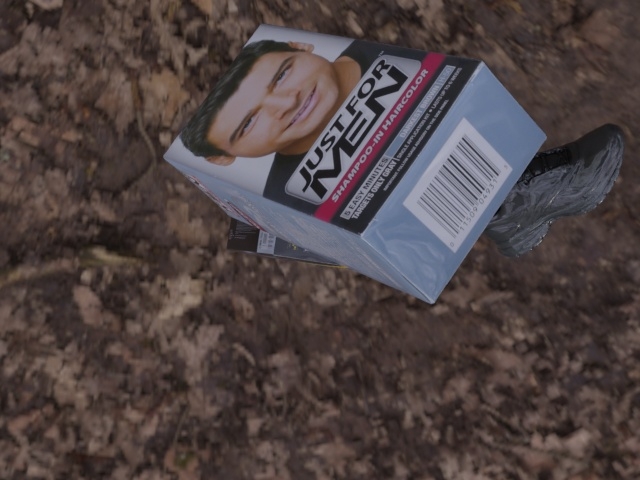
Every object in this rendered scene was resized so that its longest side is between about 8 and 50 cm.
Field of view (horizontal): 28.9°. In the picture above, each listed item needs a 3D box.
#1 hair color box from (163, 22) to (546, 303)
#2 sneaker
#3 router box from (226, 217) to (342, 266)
[{"bbox_3d":[0.017,-0.089,1.192,0.113,0.374,0.185,41,79,-34],"label":"hair color box"},{"bbox_3d":[0.341,-0.086,1.896,0.130,0.109,0.286,32,123,-24],"label":"sneaker"},{"bbox_3d":[0.000,0.000,2.043,0.242,0.309,0.081,9,88,-18],"label":"router box"}]
